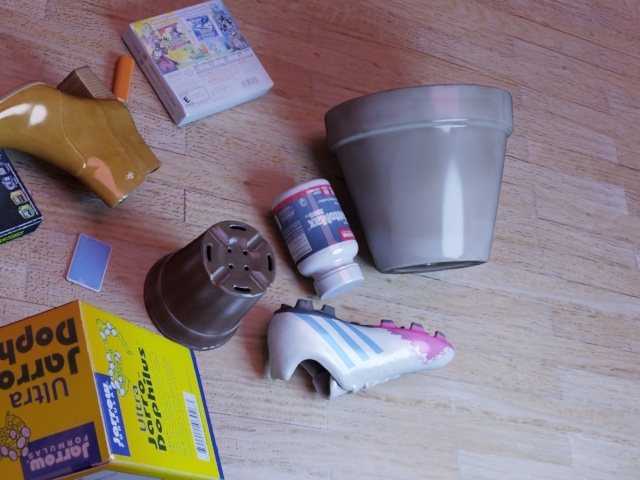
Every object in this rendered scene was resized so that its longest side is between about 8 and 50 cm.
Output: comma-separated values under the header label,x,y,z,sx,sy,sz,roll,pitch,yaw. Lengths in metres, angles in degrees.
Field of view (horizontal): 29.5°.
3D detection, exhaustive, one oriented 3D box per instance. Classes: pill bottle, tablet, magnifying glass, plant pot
label,x,y,z,sx,sy,sz,roll,pitch,yaw
pill bottle,0.000,0.000,1.997,0.108,0.108,0.180,-15,75,-38
tablet,-0.346,0.033,1.817,0.054,0.006,0.083,24,53,-20
magnifying glass,-0.327,-0.198,1.948,0.092,0.026,0.231,18,58,-24
plant pot,-0.157,0.060,1.822,0.167,0.165,0.167,15,59,-26
plant pot,0.180,-0.092,2.067,0.323,0.323,0.280,-2,83,-34

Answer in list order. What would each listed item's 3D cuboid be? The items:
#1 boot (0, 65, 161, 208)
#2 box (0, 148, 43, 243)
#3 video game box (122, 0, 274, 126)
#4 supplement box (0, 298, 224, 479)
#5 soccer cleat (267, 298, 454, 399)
label,x,y,z,sx,sy,sz,roll,pitch,yaw
boot,-0.370,-0.132,1.789,0.211,0.104,0.295,54,40,0
box,-0.521,-0.071,1.734,0.184,0.045,0.191,-24,79,-42
video game box,-0.207,-0.306,2.068,0.205,0.048,0.187,-26,83,-40
supplement box,-0.285,0.225,1.507,0.356,0.194,0.195,43,29,-69
soccer cleat,0.061,0.193,1.944,0.331,0.116,0.143,13,74,-25
